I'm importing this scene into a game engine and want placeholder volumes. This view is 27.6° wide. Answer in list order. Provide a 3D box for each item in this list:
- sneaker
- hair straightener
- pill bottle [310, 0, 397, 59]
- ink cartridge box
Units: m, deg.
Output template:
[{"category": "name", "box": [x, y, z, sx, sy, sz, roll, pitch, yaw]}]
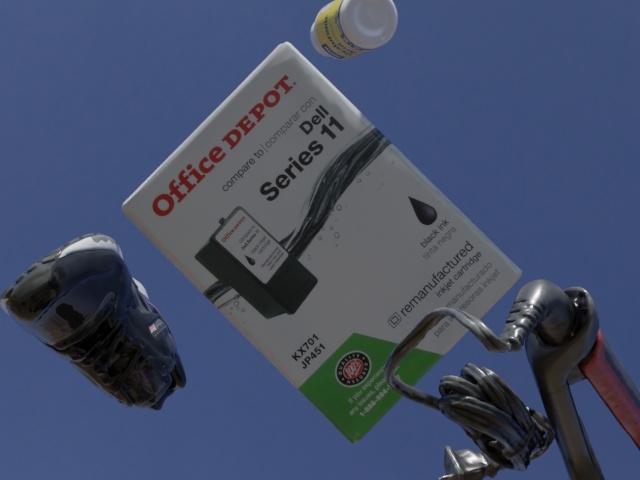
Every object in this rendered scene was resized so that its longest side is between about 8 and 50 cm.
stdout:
[{"category": "sneaker", "box": [-0.180, 0.084, 1.159, 0.107, 0.283, 0.124, -39, -106, 0]}, {"category": "hair straightener", "box": [0.084, 0.080, 0.484, 0.089, 0.047, 0.230, -26, -34, 13]}, {"category": "pill bottle", "box": [0.031, -0.229, 1.393, 0.065, 0.065, 0.116, 44, -15, -14]}, {"category": "ink cartridge box", "box": [0.000, 0.000, 0.826, 0.208, 0.087, 0.153, 44, -89, 3]}]
